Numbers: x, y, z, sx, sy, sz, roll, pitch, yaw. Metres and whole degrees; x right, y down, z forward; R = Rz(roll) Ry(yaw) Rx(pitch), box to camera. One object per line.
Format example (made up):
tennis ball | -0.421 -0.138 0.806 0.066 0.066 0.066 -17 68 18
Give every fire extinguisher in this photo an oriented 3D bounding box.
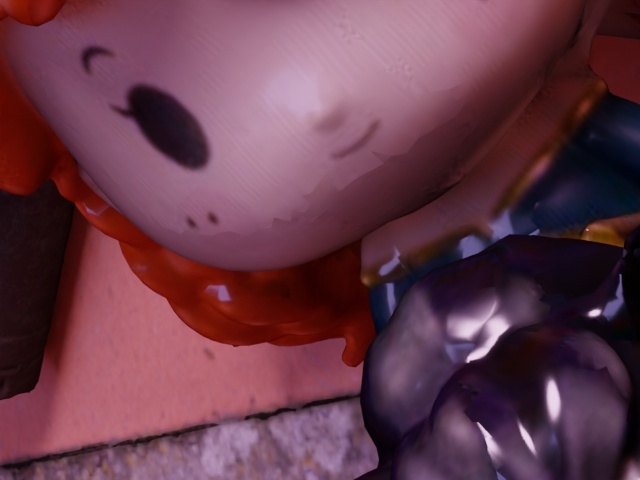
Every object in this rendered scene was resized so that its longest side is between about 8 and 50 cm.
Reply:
fire extinguisher | -0.136 -0.049 0.876 0.089 0.072 0.268 18 114 6

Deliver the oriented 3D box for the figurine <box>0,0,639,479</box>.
figurine | 0.050 -0.007 0.514 0.241 0.306 0.412 -41 69 32
